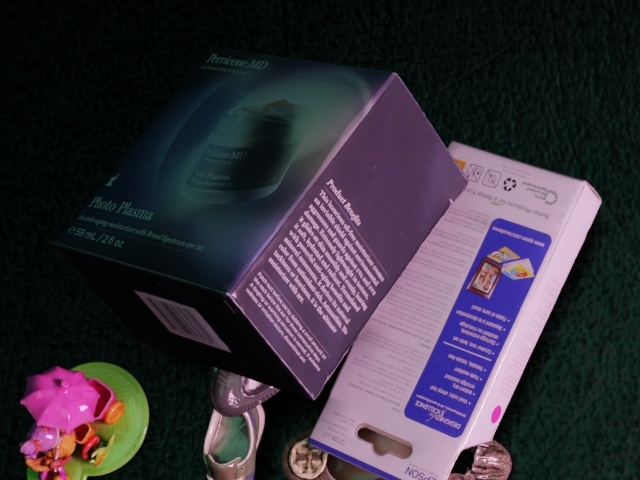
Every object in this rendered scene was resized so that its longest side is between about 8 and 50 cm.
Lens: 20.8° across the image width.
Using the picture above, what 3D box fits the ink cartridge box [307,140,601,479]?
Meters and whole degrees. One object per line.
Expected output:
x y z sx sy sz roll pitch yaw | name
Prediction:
0.142 0.085 1.852 0.176 0.069 0.371 20 78 35 | ink cartridge box

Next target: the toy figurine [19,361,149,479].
-0.283 0.200 1.887 0.130 0.159 0.173 34 85 18 | toy figurine

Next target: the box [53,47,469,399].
-0.063 -0.030 1.799 0.296 0.182 0.294 13 58 45 | box

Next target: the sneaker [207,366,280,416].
-0.021 0.098 1.835 0.234 0.106 0.078 -42 108 -21 | sneaker

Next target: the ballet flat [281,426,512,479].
0.078 0.233 1.853 0.250 0.058 0.084 2 77 12 | ballet flat

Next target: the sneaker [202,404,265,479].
-0.102 0.256 1.871 0.064 0.086 0.192 3 76 13 | sneaker
